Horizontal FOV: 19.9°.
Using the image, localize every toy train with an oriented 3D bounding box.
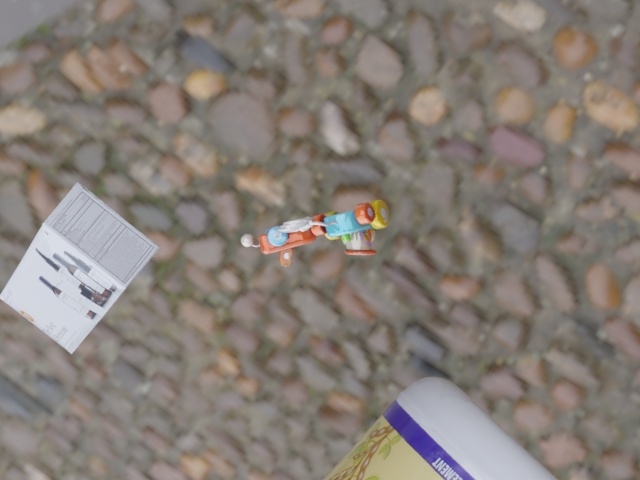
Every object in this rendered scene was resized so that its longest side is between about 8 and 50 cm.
[{"bbox_3d":[0.000,0.000,1.636,0.166,0.125,0.046,168,88,-80],"label":"toy train"}]

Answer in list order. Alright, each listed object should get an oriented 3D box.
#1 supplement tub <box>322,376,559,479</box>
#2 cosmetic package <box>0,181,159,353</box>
[{"bbox_3d":[0.051,0.285,1.257,0.241,0.331,0.241,42,179,1],"label":"supplement tub"},{"bbox_3d":[-0.238,0.032,1.759,0.099,0.060,0.239,40,154,-3],"label":"cosmetic package"}]
